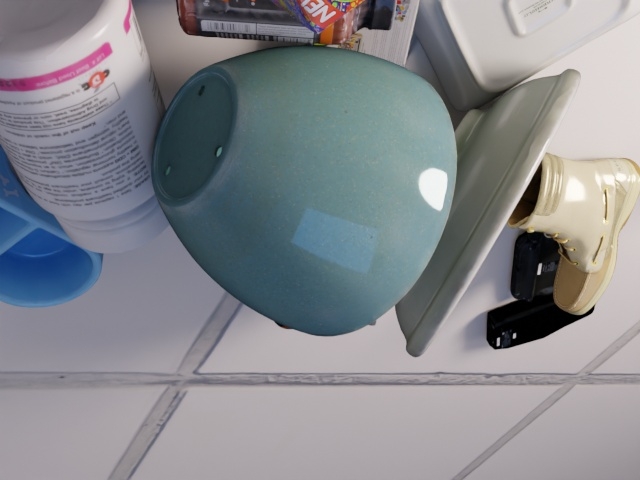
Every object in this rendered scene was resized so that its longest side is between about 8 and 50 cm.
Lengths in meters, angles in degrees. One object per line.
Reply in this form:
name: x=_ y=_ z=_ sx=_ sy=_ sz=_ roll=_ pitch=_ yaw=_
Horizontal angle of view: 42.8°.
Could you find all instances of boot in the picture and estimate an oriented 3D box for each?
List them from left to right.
boot: x=0.363 y=-0.008 z=1.250 sx=0.203 sy=0.095 sz=0.262 roll=2 pitch=116 yaw=-27

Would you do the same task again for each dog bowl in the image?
dog bowl: x=-0.374 y=-0.011 z=0.945 sx=0.166 sy=0.074 sz=0.297 roll=-33 pitch=143 yaw=16

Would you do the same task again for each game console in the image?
game console: x=0.409 y=0.081 z=1.478 sx=0.213 sy=0.044 sz=0.361 roll=-20 pitch=145 yaw=-5

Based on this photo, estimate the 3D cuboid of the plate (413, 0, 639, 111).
plate: x=0.240 y=-0.281 z=0.924 sx=0.277 sy=0.045 sz=0.278 roll=-29 pitch=143 yaw=12

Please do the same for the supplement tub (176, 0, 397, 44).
supplement tub: x=-0.029 y=-0.237 z=0.755 sx=0.197 sy=0.106 sz=0.106 roll=3 pitch=141 yaw=-2

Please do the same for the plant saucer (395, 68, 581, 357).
plant saucer: x=0.179 y=-0.049 z=1.021 sx=0.100 sy=0.400 sz=0.400 roll=29 pitch=136 yaw=7

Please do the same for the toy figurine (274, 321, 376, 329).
toy figurine: x=0.000 y=0.000 z=1.032 sx=0.148 sy=0.213 sz=0.210 roll=1 pitch=143 yaw=-12

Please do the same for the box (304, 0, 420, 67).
box: x=0.045 y=-0.251 z=0.847 sx=0.114 sy=0.036 sz=0.207 roll=4 pitch=140 yaw=-5

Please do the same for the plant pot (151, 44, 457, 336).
plant pot: x=-0.044 y=-0.069 z=0.785 sx=0.195 sy=0.290 sz=0.290 roll=20 pitch=128 yaw=-40

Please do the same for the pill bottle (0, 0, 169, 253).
pill bottle: x=-0.234 y=-0.121 z=0.798 sx=0.160 sy=0.160 sz=0.283 roll=-16 pitch=144 yaw=-6

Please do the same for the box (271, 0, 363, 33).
box: x=0.012 y=-0.350 z=0.522 sx=0.279 sy=0.177 sz=0.290 roll=-37 pitch=134 yaw=-3
